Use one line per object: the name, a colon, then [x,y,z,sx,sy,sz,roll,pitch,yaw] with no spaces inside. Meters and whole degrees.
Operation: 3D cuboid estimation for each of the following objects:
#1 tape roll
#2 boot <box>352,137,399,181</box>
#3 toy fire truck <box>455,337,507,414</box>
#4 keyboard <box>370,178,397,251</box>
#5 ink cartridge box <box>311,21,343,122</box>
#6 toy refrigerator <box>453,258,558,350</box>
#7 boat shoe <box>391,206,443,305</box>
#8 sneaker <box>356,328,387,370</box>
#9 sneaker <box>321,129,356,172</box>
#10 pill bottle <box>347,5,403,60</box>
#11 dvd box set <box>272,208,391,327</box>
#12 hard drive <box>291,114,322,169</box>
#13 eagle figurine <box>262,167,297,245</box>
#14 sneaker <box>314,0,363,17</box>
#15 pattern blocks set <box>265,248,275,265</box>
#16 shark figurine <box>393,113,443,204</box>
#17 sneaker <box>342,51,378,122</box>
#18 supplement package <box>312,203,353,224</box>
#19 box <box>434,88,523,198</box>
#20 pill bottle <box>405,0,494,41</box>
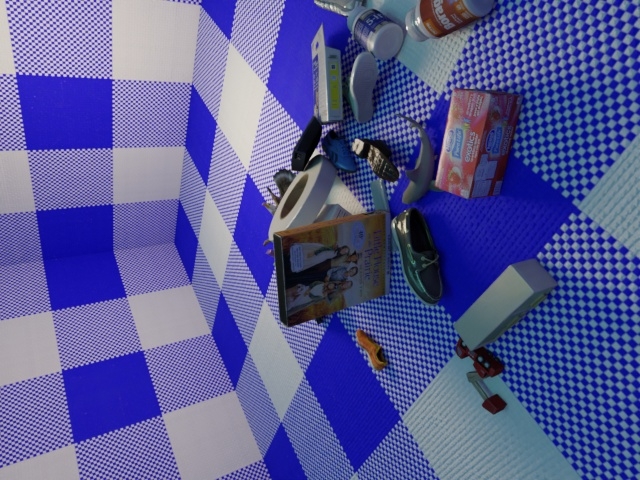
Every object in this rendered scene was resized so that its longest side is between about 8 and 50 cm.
tape roll: [-0.076,-0.153,1.772,0.392,0.071,0.392,-50,20,26]
boot: [0.208,-0.272,1.480,0.219,0.106,0.082,50,141,32]
toy fire truck: [0.454,0.376,1.294,0.192,0.047,0.136,45,135,44]
keyboard: [0.219,-0.086,1.587,0.072,0.014,0.257,-17,82,63]
ink cartridge box: [0.020,-0.576,1.628,0.303,0.072,0.308,-124,33,-76]
toy refrigerator: [0.468,0.173,1.170,0.094,0.102,0.270,59,141,31]
boat shoe: [0.305,0.046,1.390,0.091,0.109,0.305,-48,54,57]
sneaker: [0.196,0.403,1.715,0.067,0.064,0.175,-49,60,27]
sneaker: [0.074,-0.335,1.699,0.209,0.069,0.082,56,137,34]
pill bottle: [0.165,-0.658,1.431,0.187,0.111,0.112,55,139,35]
dvd box set: [0.052,0.084,1.490,0.062,0.419,0.308,25,122,54]
hard drive: [-0.053,-0.357,1.735,0.172,0.054,0.255,-62,0,-9]
eagle figurine: [-0.168,-0.145,2.066,0.226,0.225,0.299,-4,58,20]
sneaker: [0.075,-0.852,1.567,0.228,0.086,0.132,40,126,34]
pattern blocks set: [-0.066,0.125,1.637,0.285,0.324,0.026,11,68,50]
shark figurine: [0.285,-0.235,1.352,0.166,0.116,0.279,19,115,53]
sneaker: [0.114,-0.530,1.508,0.256,0.094,0.151,87,159,-56]
supplement package: [0.004,0.011,1.712,0.204,0.145,0.262,6,66,57]
box: [0.396,-0.246,1.154,0.122,0.128,0.257,34,126,49]
pill bottle: [0.327,-0.601,1.181,0.216,0.121,0.121,-2,96,58]
